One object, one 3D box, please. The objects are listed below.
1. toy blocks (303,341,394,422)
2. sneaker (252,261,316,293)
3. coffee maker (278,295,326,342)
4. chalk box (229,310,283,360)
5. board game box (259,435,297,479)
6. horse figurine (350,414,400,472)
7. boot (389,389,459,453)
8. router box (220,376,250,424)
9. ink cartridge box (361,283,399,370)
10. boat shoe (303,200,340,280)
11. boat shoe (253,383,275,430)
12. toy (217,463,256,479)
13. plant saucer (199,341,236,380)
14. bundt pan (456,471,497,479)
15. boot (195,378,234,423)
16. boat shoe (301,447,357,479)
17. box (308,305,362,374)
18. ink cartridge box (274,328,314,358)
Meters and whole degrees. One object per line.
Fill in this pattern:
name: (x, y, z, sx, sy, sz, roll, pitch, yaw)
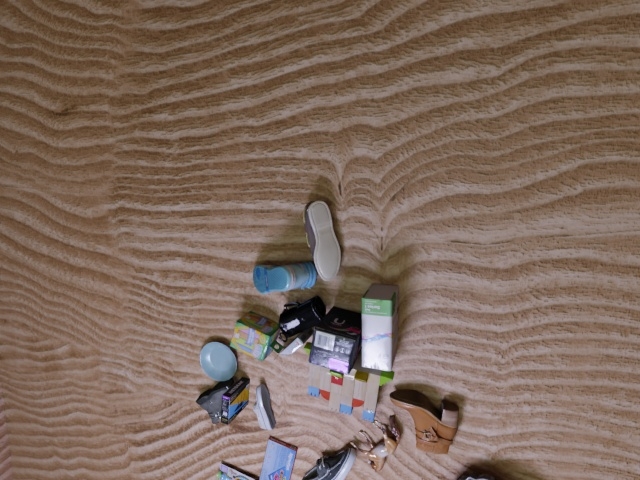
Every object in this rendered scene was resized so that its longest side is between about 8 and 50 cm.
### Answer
toy blocks: (0.100, 0.599, 1.717, 0.382, 0.191, 0.260, 11, 114, 15)
sneaker: (-0.137, 0.154, 1.731, 0.319, 0.208, 0.127, -1, 93, 54)
coffee maker: (-0.071, 0.327, 1.711, 0.178, 0.171, 0.120, -28, 129, 21)
chalk box: (-0.262, 0.424, 1.805, 0.213, 0.132, 0.132, 21, 105, 12)
board game box: (-0.204, 1.076, 1.954, 0.145, 0.027, 0.281, 17, 104, 16)
horse figurine: (0.253, 0.863, 1.757, 0.174, 0.066, 0.263, 44, 111, 12)
boot: (0.407, 0.737, 1.679, 0.284, 0.109, 0.220, 9, 106, 8)
router box: (-0.383, 0.720, 1.867, 0.046, 0.179, 0.133, 9, 102, 18)
ink cartridge box: (0.233, 0.328, 1.598, 0.117, 0.201, 0.278, 2, 101, 17)
boat shoe: (0.000, 0.000, 1.670, 0.117, 0.097, 0.324, -15, 101, -22)
boat shoe: (-0.273, 0.768, 1.892, 0.076, 0.083, 0.226, -10, 97, 17)
toy: (-0.402, 1.196, 2.009, 0.237, 0.056, 0.136, 17, 113, 21)
plant saucer: (-0.473, 0.563, 1.943, 0.195, 0.037, 0.194, 3, 101, 17)
bundt pan: (0.645, 1.068, 1.618, 0.331, 0.124, 0.330, -1, 89, 27)
boot: (-0.461, 0.763, 1.964, 0.247, 0.083, 0.161, -35, 99, 21)
boat shoe: (0.028, 1.015, 1.821, 0.119, 0.121, 0.335, 38, 110, 3)
box: (0.078, 0.379, 1.617, 0.165, 0.270, 0.143, 13, 103, 15)
ink cartridge box: (-0.117, 0.453, 1.757, 0.045, 0.145, 0.179, 44, 109, 7)
